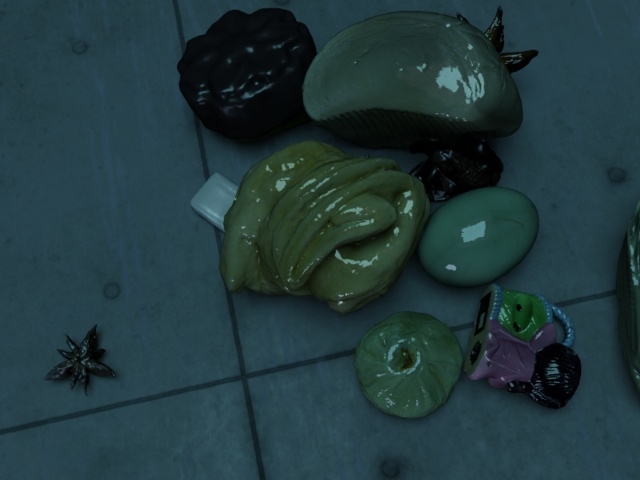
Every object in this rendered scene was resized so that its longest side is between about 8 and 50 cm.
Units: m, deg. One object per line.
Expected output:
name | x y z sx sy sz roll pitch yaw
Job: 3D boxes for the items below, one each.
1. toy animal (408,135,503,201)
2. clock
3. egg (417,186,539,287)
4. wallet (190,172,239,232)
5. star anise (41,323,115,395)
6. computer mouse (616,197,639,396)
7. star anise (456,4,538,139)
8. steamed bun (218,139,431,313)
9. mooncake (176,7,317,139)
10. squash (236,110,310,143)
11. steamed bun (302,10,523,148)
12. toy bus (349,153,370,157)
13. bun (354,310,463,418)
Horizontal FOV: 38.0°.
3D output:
toy animal | 0.260 -0.142 1.732 0.179 0.218 0.116 -9 73 -41
clock | 0.367 0.186 1.638 0.195 0.100 0.194 22 64 -6
egg | 0.286 -0.007 1.680 0.231 0.168 0.168 -27 71 1
wallet | -0.162 -0.052 1.811 0.190 0.033 0.095 37 80 16
star anise | -0.457 0.232 1.729 0.129 0.056 0.124 -24 71 -3
computer mouse | 0.637 0.091 1.633 0.228 0.145 0.429 1 83 -2
star anise | 0.309 -0.325 1.827 0.272 0.102 0.272 -2 87 31
steamed bun | 0.003 -0.003 1.626 0.372 0.325 0.230 4 37 5
mooncake | -0.143 -0.340 1.814 0.283 0.141 0.283 -10 53 14
squash | -0.083 -0.248 1.853 0.201 0.066 0.066 -26 71 2
steamed bun | 0.173 -0.306 1.705 0.383 0.247 0.236 2 84 33
toy bus | 0.045 -0.117 1.800 0.123 0.060 0.075 -14 75 3
bun | 0.159 0.215 1.647 0.195 0.118 0.195 -1 68 3
